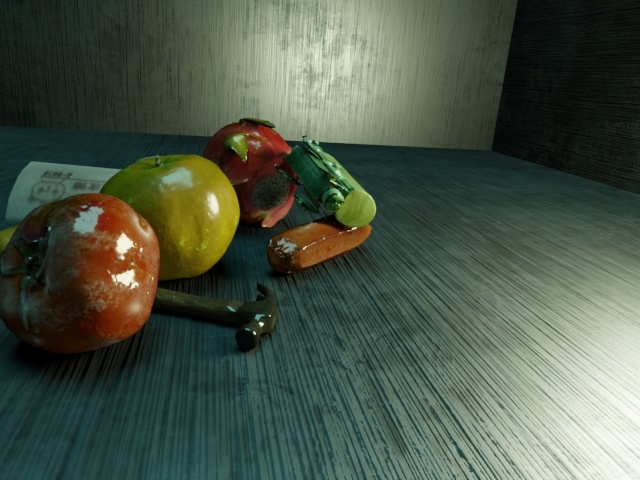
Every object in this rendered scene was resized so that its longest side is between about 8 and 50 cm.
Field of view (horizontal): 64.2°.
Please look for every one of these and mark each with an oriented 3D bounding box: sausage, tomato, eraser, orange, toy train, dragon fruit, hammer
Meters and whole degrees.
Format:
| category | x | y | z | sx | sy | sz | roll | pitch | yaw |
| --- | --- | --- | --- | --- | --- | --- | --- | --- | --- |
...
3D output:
| category | x | y | z | sx | sy | sz | roll | pitch | yaw |
| --- | --- | --- | --- | --- | --- | --- | --- | --- | --- |
| sausage | 0.000 | 0.000 | 1.145 | 0.102 | 0.102 | 0.330 | 16 | 22 | 33 |
| tomato | -0.338 | 0.051 | 0.734 | 0.232 | 0.231 | 0.189 | 18 | -7 | 37 |
| eraser | -0.577 | -0.095 | 1.213 | 0.270 | 0.174 | 0.094 | 6 | -27 | 2 |
| orange | -0.295 | -0.045 | 1.004 | 0.279 | 0.235 | 0.279 | -10 | 19 | 3 |
| toy train | 0.008 | -0.128 | 1.205 | 0.189 | 0.126 | 0.307 | 40 | 9 | -33 |
| dragon fruit | -0.172 | -0.170 | 1.357 | 0.291 | 0.290 | 0.189 | -13 | 31 | -44 |
| hammer | -0.284 | 0.094 | 0.866 | 0.440 | 0.044 | 0.168 | 8 | 19 | 11 |

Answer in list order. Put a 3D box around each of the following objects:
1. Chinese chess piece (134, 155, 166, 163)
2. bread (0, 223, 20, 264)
| category | x | y | z | sx | sy | sz | roll | pitch | yaw |
| --- | --- | --- | --- | --- | --- | --- | --- | --- | --- |
| Chinese chess piece | -0.477 | -0.212 | 1.678 | 0.274 | 0.102 | 0.273 | 4 | 18 | -1 |
| bread | -0.549 | 0.016 | 0.930 | 0.134 | 0.085 | 0.173 | -20 | 14 | 7 |
